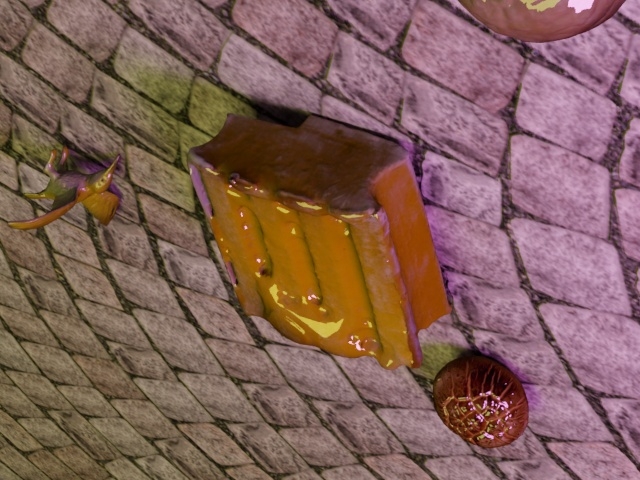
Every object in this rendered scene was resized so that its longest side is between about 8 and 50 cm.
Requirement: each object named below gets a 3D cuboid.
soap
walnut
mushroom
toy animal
[{"bbox_3d":[0.000,0.000,1.937,0.259,0.143,0.281,16,147,25],"label":"soap"},{"bbox_3d":[0.179,-0.231,1.384,0.140,0.140,0.162,51,160,-26],"label":"walnut"},{"bbox_3d":[0.196,0.200,2.086,0.126,0.085,0.109,22,149,13],"label":"mushroom"},{"bbox_3d":[-0.330,-0.080,2.249,0.095,0.219,0.155,46,118,17],"label":"toy animal"}]
